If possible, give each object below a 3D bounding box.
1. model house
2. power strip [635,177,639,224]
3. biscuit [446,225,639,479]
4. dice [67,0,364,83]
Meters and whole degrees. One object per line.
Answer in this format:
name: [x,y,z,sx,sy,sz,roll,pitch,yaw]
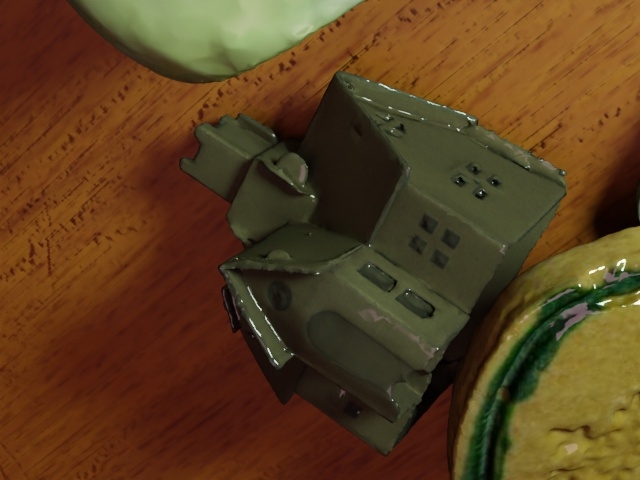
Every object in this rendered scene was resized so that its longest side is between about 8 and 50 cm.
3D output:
model house: [0.000,0.000,0.942,0.243,0.204,0.211,34,118,13]
power strip: [0.293,-0.103,0.892,0.080,0.048,0.286,26,119,1]
biscuit: [0.230,0.133,0.969,0.287,0.057,0.343,-5,132,-9]
dice: [-0.039,-0.255,0.771,0.250,0.254,0.252,-29,109,27]
